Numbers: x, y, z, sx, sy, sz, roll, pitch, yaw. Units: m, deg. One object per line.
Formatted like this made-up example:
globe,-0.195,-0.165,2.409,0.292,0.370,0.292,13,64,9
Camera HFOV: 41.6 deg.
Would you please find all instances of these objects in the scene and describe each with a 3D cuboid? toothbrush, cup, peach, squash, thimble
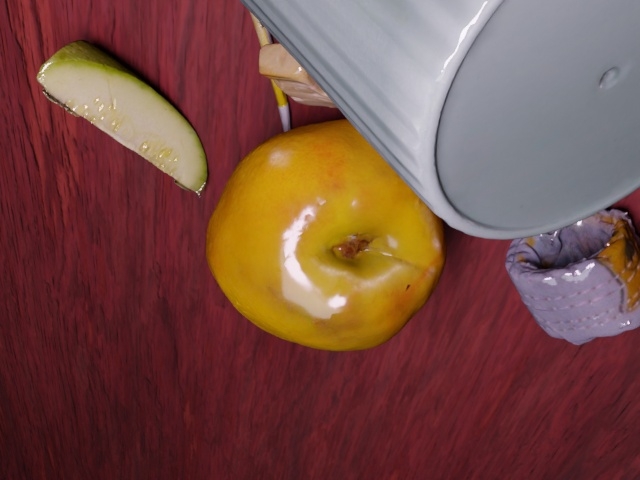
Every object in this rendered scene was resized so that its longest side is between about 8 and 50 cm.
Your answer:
toothbrush,-0.051,-0.194,1.079,0.024,0.021,0.288,-1,130,18
cup,0.129,-0.243,0.613,0.392,0.401,0.310,58,171,37
peach,-0.001,-0.005,1.051,0.289,0.289,0.308,47,171,-15
squash,-0.249,-0.165,1.162,0.252,0.169,0.093,39,94,-5
thimble,0.309,0.041,0.998,0.151,0.127,0.118,-11,124,41

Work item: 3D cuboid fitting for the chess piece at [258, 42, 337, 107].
chess piece,0.073,-0.183,0.946,0.300,0.137,0.137,6,132,32
